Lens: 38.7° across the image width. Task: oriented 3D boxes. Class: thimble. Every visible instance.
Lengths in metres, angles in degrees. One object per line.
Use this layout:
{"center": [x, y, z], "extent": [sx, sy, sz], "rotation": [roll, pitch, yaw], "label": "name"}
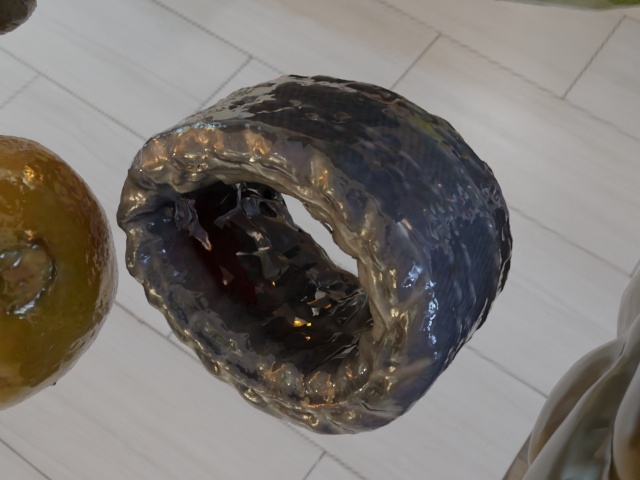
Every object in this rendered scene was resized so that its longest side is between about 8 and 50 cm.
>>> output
{"center": [0.000, 0.000, 0.602], "extent": [0.236, 0.205, 0.172], "rotation": [19, 32, 22], "label": "thimble"}

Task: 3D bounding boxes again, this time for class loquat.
{"center": [-0.237, 0.021, 0.645], "extent": [0.176, 0.234, 0.187], "rotation": [28, 68, -27], "label": "loquat"}

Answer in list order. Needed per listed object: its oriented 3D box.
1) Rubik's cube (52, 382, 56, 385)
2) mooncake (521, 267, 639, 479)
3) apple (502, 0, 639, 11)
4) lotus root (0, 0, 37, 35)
{"center": [-0.407, 0.062, 1.025], "extent": [0.187, 0.182, 0.184], "rotation": [-4, 66, 5], "label": "Rubik's cube"}
{"center": [0.357, 0.124, 0.710], "extent": [0.262, 0.467, 0.467], "rotation": [37, 64, 6], "label": "mooncake"}
{"center": [0.147, -0.277, 0.447], "extent": [0.339, 0.304, 0.338], "rotation": [-13, 17, 4], "label": "apple"}
{"center": [-0.494, -0.328, 1.142], "extent": [0.167, 0.329, 0.078], "rotation": [-1, 82, 21], "label": "lotus root"}
